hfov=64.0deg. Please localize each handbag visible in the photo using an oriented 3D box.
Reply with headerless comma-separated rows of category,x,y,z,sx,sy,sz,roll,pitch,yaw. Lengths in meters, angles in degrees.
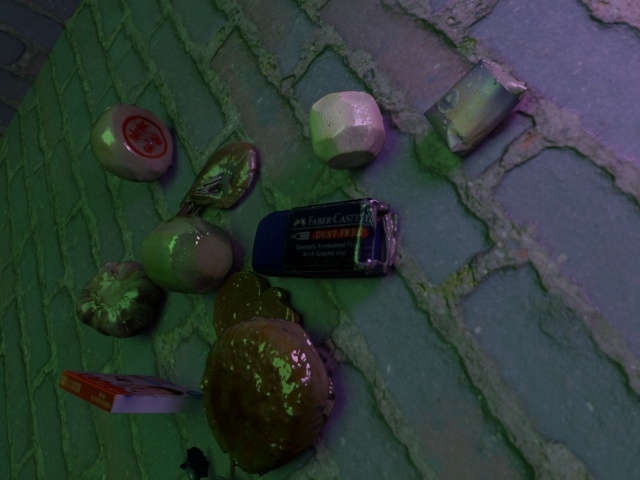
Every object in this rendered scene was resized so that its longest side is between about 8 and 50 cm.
handbag,0.288,-0.247,0.936,0.173,0.095,0.117,-45,57,32

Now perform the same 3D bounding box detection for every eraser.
eraser,0.000,0.000,1.094,0.332,0.101,0.155,-4,74,39

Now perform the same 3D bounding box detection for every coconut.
coconut,0.056,-0.242,1.087,0.161,0.161,0.162,-17,75,36
coconut,-0.339,0.035,1.307,0.235,0.236,0.205,7,116,42

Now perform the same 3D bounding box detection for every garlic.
garlic,-0.586,0.177,1.512,0.244,0.160,0.245,-2,68,4

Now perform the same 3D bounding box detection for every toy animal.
toy animal,-0.251,0.603,1.146,0.239,0.176,0.255,-35,91,32

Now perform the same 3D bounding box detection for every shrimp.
shrimp,-0.288,-0.140,1.407,0.317,0.077,0.168,-45,55,18

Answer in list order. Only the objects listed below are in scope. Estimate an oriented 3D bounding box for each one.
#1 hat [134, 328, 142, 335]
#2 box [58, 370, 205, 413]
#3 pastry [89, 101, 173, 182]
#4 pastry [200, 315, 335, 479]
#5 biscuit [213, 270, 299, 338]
hat,-0.574,0.273,1.553,0.087,0.042,0.058,-2,53,7
box,-0.457,0.375,1.265,0.273,0.265,0.048,1,76,40
pastry,-0.582,-0.305,1.600,0.133,0.264,0.265,-30,59,33
pastry,-0.124,0.308,1.055,0.329,0.136,0.330,0,90,37
biscuit,-0.157,0.179,1.214,0.288,0.044,0.202,9,84,41
